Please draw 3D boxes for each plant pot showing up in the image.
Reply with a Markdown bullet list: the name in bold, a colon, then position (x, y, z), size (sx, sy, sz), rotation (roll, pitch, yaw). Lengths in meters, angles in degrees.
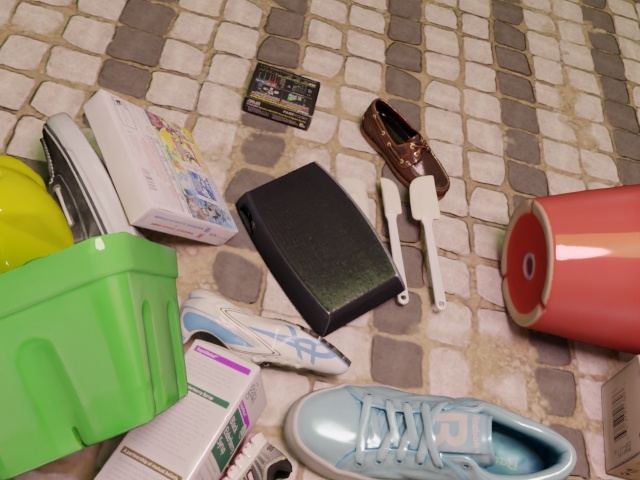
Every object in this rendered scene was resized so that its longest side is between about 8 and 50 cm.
- **plant pot**: position (0.423, 0.040, 0.945), size (0.243, 0.275, 0.275), rotation (3, 57, -5)

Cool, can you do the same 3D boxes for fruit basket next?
- **fruit basket**: position (-0.343, 0.053, 0.645), size (0.392, 0.283, 0.392), rotation (0, 84, 0)

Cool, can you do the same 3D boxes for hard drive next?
- **hard drive**: position (0.000, 0.000, 0.941), size (0.172, 0.054, 0.255), rotation (-27, 68, -20)

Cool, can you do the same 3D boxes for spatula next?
- **spatula**: position (0.114, 0.000, 0.997), size (0.168, 0.019, 0.242), rotation (0, 63, -7)

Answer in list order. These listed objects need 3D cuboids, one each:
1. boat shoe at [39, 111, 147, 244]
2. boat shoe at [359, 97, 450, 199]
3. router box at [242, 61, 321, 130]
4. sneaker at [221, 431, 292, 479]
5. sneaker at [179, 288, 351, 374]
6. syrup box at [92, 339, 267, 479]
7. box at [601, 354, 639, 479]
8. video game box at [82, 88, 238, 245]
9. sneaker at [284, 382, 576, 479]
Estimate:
- **boat shoe**: position (-0.319, -0.034, 0.834), size (0.119, 0.121, 0.335), rotation (-30, 65, -10)
- **boat shoe**: position (0.149, -0.159, 1.088), size (0.207, 0.073, 0.073), rotation (46, 56, 12)
- **router box**: position (-0.067, -0.253, 1.102), size (0.122, 0.038, 0.092), rotation (17, 55, -6)
- **sneaker**: position (-0.087, 0.308, 0.722), size (0.074, 0.063, 0.170), rotation (27, 50, 9)
- **sneaker**: position (-0.075, 0.139, 0.833), size (0.237, 0.085, 0.086), rotation (21, 81, -8)
- **syrup box**: position (-0.160, 0.240, 0.712), size (0.096, 0.093, 0.237), rotation (21, 53, 19)
- **box**: position (0.577, 0.280, 0.878), size (0.311, 0.121, 0.148), rotation (14, 54, 3)
- **video game box**: position (-0.222, -0.098, 0.885), size (0.187, 0.048, 0.205), rotation (15, 42, -59)
- **sneaker**: position (0.143, 0.238, 0.784), size (0.365, 0.150, 0.135), rotation (11, 55, -10)
